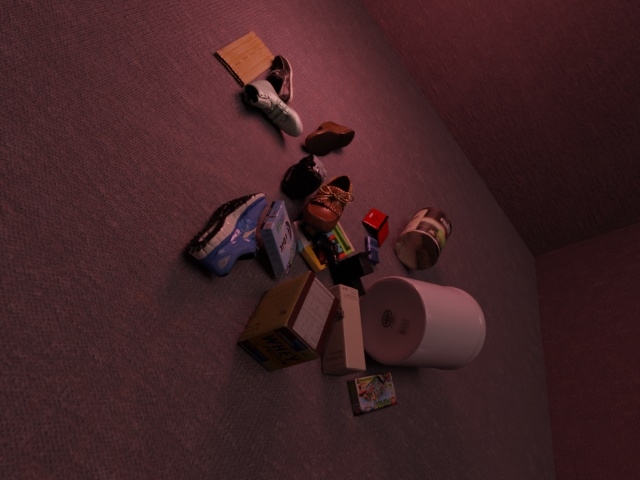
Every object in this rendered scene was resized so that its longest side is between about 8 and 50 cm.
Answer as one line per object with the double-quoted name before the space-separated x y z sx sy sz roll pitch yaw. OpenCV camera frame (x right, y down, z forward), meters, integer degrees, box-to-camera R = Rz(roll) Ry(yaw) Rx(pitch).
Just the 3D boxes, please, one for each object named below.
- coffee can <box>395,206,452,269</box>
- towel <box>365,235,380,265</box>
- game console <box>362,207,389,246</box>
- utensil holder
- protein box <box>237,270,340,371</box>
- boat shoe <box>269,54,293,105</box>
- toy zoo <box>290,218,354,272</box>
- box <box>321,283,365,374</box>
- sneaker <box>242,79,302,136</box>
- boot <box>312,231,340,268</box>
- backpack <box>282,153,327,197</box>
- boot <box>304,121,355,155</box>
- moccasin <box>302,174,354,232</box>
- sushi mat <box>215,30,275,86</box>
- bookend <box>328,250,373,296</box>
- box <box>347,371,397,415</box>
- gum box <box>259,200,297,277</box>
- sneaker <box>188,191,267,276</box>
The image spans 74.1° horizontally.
"coffee can" 0.489 -0.012 1.998 0.201 0.202 0.275 56 38 -9
"towel" 0.218 0.041 1.786 0.067 0.029 0.119 28 49 -36
"game console" 0.249 -0.059 1.896 0.124 0.085 0.144 31 37 9
"utensil holder" 0.366 0.307 1.567 0.386 0.328 0.327 16 57 -41
"protein box" -0.084 0.225 1.172 0.136 0.200 0.201 47 40 -20
"boat shoe" -0.164 -0.659 1.708 0.079 0.084 0.232 15 61 -45
"toy zoo" 0.000 0.000 1.539 0.293 0.030 0.192 -26 85 -53
"box" 0.066 0.292 1.386 0.094 0.113 0.274 23 51 -40
"sneaker" -0.183 -0.477 1.565 0.255 0.094 0.151 50 32 -2
"boot" 0.018 0.030 1.474 0.099 0.045 0.121 36 35 -31
"backpack" -0.048 -0.238 1.560 0.115 0.152 0.181 52 26 -23
"boot" 0.016 -0.444 1.810 0.115 0.112 0.305 40 37 19
"moccasin" 0.042 -0.144 1.534 0.139 0.146 0.380 32 31 7
"sushi mat" -0.281 -0.715 1.656 0.151 0.019 0.316 47 39 -18
"bookend" 0.129 0.136 1.516 0.072 0.157 0.156 -7 73 -51
"box" 0.179 0.519 1.444 0.207 0.036 0.113 9 62 -47
"gum box" -0.125 -0.005 1.310 0.156 0.041 0.184 -75 157 -53
"sneaker" -0.242 -0.020 1.222 0.147 0.130 0.329 61 37 -27
